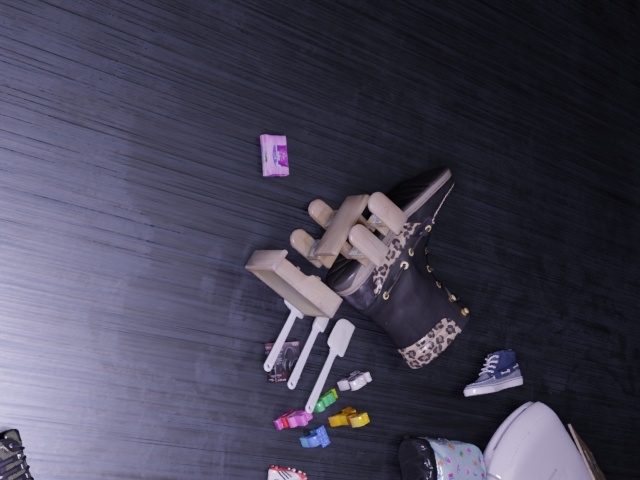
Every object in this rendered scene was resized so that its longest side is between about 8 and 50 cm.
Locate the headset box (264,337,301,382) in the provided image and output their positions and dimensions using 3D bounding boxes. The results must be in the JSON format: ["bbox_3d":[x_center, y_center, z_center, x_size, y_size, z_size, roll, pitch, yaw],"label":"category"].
[{"bbox_3d":[-0.072,0.228,1.832,0.062,0.032,0.083,0,84,-37],"label":"headset box"}]

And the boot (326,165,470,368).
[{"bbox_3d":[0.211,0.055,2.010,0.284,0.138,0.377,50,61,-19],"label":"boot"}]

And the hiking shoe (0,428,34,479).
[{"bbox_3d":[-0.476,0.351,1.468,0.227,0.086,0.114,38,65,-26],"label":"hiking shoe"}]

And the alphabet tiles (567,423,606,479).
[{"bbox_3d":[0.656,0.560,2.249,0.237,0.009,0.198,47,19,-45],"label":"alphabet tiles"}]

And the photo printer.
[{"bbox_3d":[0.490,0.540,2.164,0.256,0.107,0.308,-43,109,-34],"label":"photo printer"}]

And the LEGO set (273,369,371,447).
[{"bbox_3d":[0.034,0.337,1.856,0.227,0.093,0.087,-27,99,-37],"label":"LEGO set"}]

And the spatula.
[{"bbox_3d":[-0.027,0.200,1.843,0.168,0.019,0.242,48,44,-20],"label":"spatula"}]

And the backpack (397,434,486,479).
[{"bbox_3d":[0.255,0.481,1.991,0.182,0.115,0.152,10,74,-39],"label":"backpack"}]

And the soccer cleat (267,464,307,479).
[{"bbox_3d":[-0.063,0.448,1.807,0.083,0.029,0.036,20,80,-30],"label":"soccer cleat"}]

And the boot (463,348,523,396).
[{"bbox_3d":[0.381,0.298,2.154,0.190,0.069,0.086,-4,78,-46],"label":"boot"}]

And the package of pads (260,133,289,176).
[{"bbox_3d":[-0.090,-0.168,1.882,0.050,0.032,0.083,-2,84,-36],"label":"package of pads"}]

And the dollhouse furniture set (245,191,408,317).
[{"bbox_3d":[0.000,0.000,1.809,0.161,0.212,0.242,41,68,-25],"label":"dollhouse furniture set"}]
